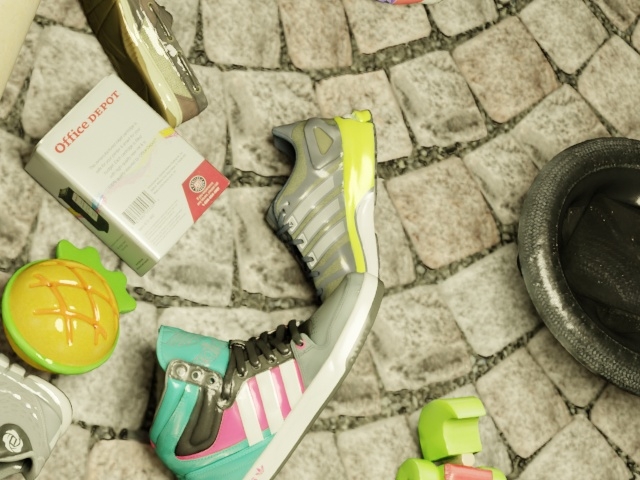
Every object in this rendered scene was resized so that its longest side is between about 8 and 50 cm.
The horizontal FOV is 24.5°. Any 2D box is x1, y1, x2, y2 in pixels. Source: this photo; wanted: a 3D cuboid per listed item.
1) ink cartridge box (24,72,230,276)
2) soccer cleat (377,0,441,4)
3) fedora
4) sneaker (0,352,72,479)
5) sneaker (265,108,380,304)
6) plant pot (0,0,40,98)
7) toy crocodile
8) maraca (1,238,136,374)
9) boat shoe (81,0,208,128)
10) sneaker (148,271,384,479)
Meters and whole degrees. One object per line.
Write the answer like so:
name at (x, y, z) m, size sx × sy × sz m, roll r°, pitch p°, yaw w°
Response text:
ink cartridge box at (-0.206, -0.070, 1.571) m, size 0.175 × 0.072 × 0.127 m, roll 43°, pitch 64°, yaw -6°
soccer cleat at (0.114, -0.411, 1.694) m, size 0.116 × 0.318 × 0.108 m, roll -8°, pitch 43°, yaw -23°
fedora at (0.351, 0.046, 1.725) m, size 0.334 × 0.152 × 0.334 m, roll 7°, pitch 72°, yaw -21°
sneaker at (-0.353, 0.157, 1.411) m, size 0.229 × 0.086 × 0.132 m, roll 30°, pitch 39°, yaw -12°
sneaker at (0.000, 0.000, 1.634) m, size 0.121 × 0.111 × 0.300 m, roll 1°, pitch 73°, yaw -5°
plant pot at (-0.419, -0.210, 1.414) m, size 0.334 × 0.334 × 0.305 m, roll 16°, pitch 81°, yaw -18°
toy crocodile at (0.144, 0.337, 1.577) m, size 0.115 × 0.105 × 0.340 m, roll 11°, pitch 71°, yaw -19°
maraca at (-0.253, 0.066, 1.494) m, size 0.127 × 0.099 × 0.185 m, roll 45°, pitch 32°, yaw -8°
boat shoe at (-0.196, -0.229, 1.625) m, size 0.073 × 0.080 × 0.223 m, roll -26°, pitch 91°, yaw -33°
sneaker at (-0.079, 0.122, 1.510) m, size 0.178 × 0.124 × 0.295 m, roll 34°, pitch 91°, yaw -7°
